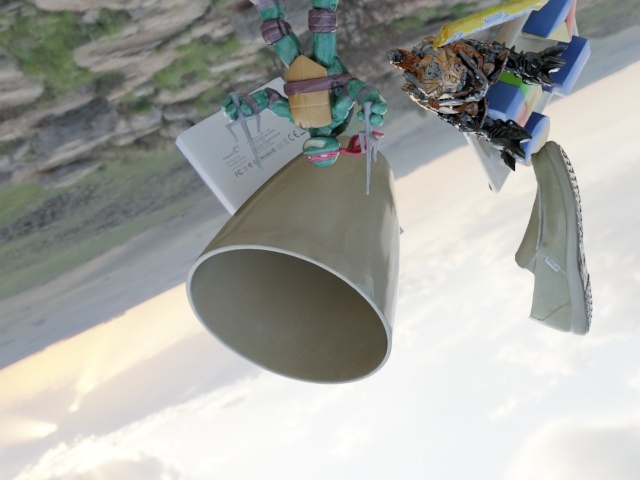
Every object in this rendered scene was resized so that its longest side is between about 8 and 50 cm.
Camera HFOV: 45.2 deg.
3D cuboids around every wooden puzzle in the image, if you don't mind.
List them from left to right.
[{"bbox_3d":[0.353,-0.264,1.263,0.322,0.080,0.348,-61,154,-7],"label":"wooden puzzle"}]

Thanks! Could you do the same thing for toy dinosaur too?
[{"bbox_3d":[0.190,-0.222,1.027,0.322,0.218,0.164,-78,-173,-55],"label":"toy dinosaur"}]

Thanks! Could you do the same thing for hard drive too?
[{"bbox_3d":[-0.043,-0.079,1.186,0.210,0.319,0.040,-37,176,-29],"label":"hard drive"}]

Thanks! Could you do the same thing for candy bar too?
[{"bbox_3d":[0.188,-0.244,0.842,0.161,0.018,0.040,-25,175,-22],"label":"candy bar"}]

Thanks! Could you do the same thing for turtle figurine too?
[{"bbox_3d":[-0.015,-0.159,0.802,0.175,0.234,0.118,-8,-170,15],"label":"turtle figurine"}]

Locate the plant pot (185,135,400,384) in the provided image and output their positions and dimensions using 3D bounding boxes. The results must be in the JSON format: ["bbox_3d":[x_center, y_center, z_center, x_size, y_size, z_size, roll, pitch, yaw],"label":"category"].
[{"bbox_3d":[0.000,0.000,0.991,0.256,0.256,0.274,-25,-149,41],"label":"plant pot"}]

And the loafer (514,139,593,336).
[{"bbox_3d":[0.306,0.002,1.032,0.092,0.269,0.102,-6,-171,22],"label":"loafer"}]
